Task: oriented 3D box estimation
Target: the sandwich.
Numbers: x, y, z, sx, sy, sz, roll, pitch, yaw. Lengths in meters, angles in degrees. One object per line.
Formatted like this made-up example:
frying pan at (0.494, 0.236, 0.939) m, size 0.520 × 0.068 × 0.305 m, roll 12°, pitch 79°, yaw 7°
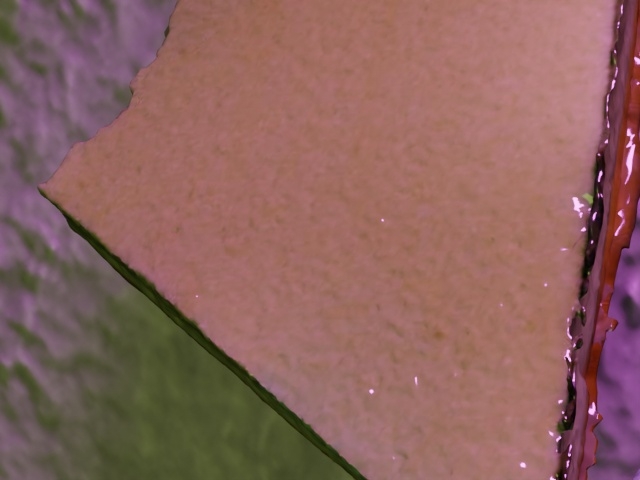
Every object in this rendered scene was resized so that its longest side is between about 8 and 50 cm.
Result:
sandwich at (0.000, 0.000, 0.625) m, size 0.212 × 0.063 × 0.245 m, roll 0°, pitch 62°, yaw 24°

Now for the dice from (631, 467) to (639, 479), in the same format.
dice at (0.183, 0.220, 0.545) m, size 0.268 × 0.262 × 0.264 m, roll 19°, pitch 107°, yaw 16°
